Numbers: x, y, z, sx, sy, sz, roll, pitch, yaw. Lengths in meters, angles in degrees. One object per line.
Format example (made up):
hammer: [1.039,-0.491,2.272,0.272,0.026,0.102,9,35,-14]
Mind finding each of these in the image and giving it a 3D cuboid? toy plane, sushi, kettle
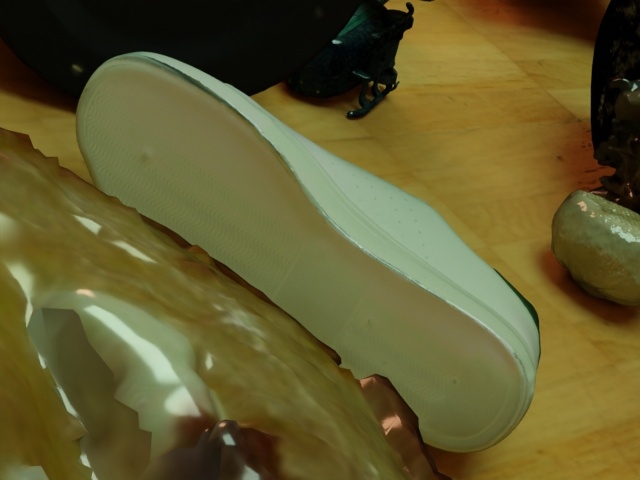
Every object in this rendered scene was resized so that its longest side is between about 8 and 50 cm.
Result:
toy plane: [0.015,-0.142,1.179,0.096,0.060,0.235,22,30,13]
sushi: [0.283,-0.065,1.182,0.238,0.218,0.225,-1,-4,-9]
kettle: [-0.126,-0.279,1.022,0.228,0.321,0.324,-22,38,-6]

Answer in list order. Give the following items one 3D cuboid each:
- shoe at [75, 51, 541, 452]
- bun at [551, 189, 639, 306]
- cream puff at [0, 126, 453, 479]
shoe: [0.000,0.000,0.895,0.265,0.095,0.110,41,23,7]
bun: [0.175,0.008,1.084,0.086,0.055,0.086,26,14,-7]
cream puff: [-0.103,0.118,0.437,0.350,0.228,0.350,25,26,-13]
